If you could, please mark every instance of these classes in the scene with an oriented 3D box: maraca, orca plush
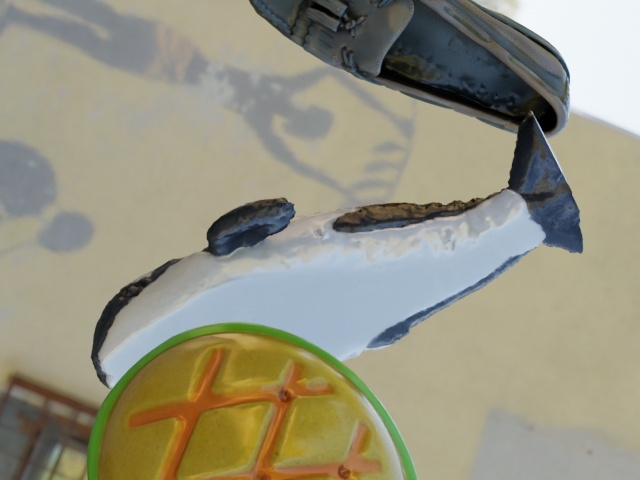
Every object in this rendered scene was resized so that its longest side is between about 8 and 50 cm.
[{"bbox_3d":[-0.014,0.117,0.616,0.127,0.186,0.099,-39,170,-9],"label":"maraca"},{"bbox_3d":[0.000,0.000,0.895,0.287,0.151,0.102,-32,-144,7],"label":"orca plush"}]

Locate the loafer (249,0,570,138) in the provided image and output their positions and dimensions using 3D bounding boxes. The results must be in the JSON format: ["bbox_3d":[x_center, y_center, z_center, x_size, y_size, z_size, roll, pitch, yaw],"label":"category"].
[{"bbox_3d":[0.069,-0.151,1.126,0.084,0.267,0.096,-91,-156,-62],"label":"loafer"}]
